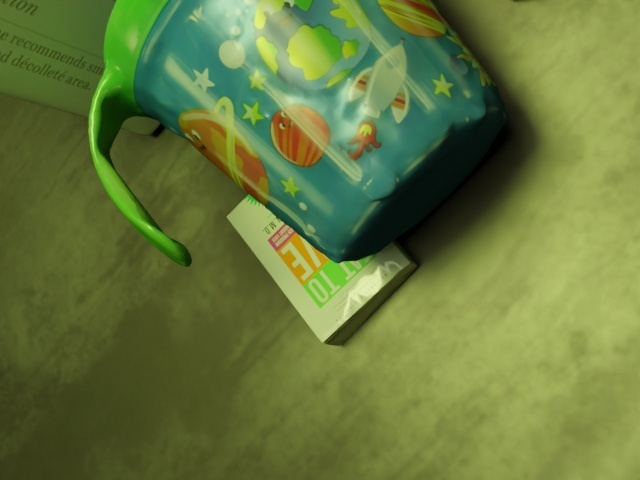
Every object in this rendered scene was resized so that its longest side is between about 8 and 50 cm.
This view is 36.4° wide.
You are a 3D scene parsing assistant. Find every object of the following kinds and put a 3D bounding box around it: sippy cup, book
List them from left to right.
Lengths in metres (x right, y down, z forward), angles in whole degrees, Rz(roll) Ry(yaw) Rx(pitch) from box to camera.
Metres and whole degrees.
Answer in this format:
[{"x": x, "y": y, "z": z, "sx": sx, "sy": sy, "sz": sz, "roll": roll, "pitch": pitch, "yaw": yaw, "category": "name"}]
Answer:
[{"x": 0.000, "y": 0.000, "z": 0.792, "sx": 0.096, "sy": 0.035, "sz": 0.144, "roll": -46, "pitch": 65, "yaw": 13, "category": "book"}, {"x": 0.004, "y": -0.113, "z": 0.702, "sx": 0.224, "sy": 0.240, "sz": 0.305, "roll": 47, "pitch": 116, "yaw": 12, "category": "sippy cup"}]

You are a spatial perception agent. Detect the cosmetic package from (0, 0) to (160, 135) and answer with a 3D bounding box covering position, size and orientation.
[{"x": -0.210, "y": -0.353, "z": 0.771, "sx": 0.393, "sy": 0.329, "sz": 0.327, "roll": -50, "pitch": 64, "yaw": 14, "category": "cosmetic package"}]
